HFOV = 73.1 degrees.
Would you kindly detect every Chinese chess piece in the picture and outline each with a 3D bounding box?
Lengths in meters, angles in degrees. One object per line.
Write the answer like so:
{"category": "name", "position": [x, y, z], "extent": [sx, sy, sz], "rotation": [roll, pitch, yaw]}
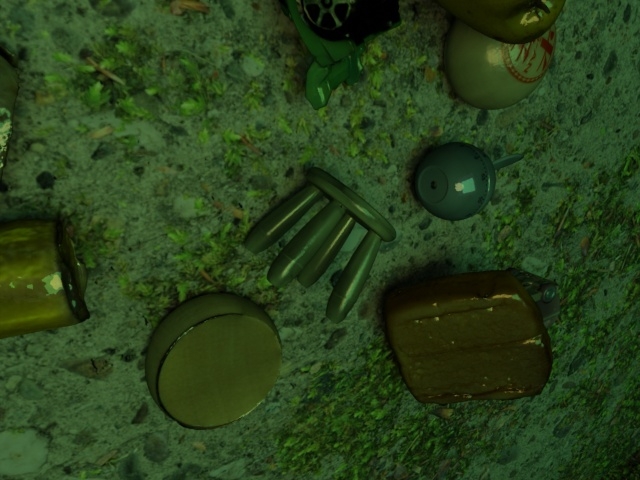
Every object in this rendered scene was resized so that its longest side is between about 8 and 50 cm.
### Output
{"category": "Chinese chess piece", "position": [-0.192, 0.222, 0.799], "extent": [0.249, 0.103, 0.250], "rotation": [-10, 112, -25]}

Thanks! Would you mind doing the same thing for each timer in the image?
{"category": "timer", "position": [0.301, -0.144, 0.911], "extent": [0.255, 0.175, 0.176], "rotation": [-42, 126, -41]}

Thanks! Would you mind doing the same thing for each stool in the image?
{"category": "stool", "position": [0.000, 0.000, 0.767], "extent": [0.199, 0.195, 0.195], "rotation": [-49, 123, 2]}

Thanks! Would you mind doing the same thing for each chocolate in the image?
{"category": "chocolate", "position": [-0.541, 0.078, 0.532], "extent": [0.444, 0.162, 0.162], "rotation": [-11, 113, -22]}

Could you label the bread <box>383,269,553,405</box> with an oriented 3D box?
{"category": "bread", "position": [0.322, 0.206, 0.972], "extent": [0.336, 0.148, 0.328], "rotation": [-17, 114, 22]}

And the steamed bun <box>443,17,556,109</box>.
{"category": "steamed bun", "position": [0.365, -0.373, 0.842], "extent": [0.231, 0.145, 0.232], "rotation": [-10, 113, -24]}

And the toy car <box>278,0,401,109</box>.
{"category": "toy car", "position": [0.004, -0.403, 0.628], "extent": [0.213, 0.176, 0.359], "rotation": [-51, 120, -41]}

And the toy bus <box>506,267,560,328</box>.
{"category": "toy bus", "position": [0.497, 0.168, 1.111], "extent": [0.202, 0.142, 0.143], "rotation": [-13, 113, -24]}

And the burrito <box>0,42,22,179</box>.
{"category": "burrito", "position": [-0.462, -0.203, 0.503], "extent": [0.175, 0.107, 0.348], "rotation": [-38, 118, -10]}

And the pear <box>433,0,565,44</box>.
{"category": "pear", "position": [0.276, -0.480, 0.658], "extent": [0.284, 0.285, 0.336], "rotation": [-39, 85, -10]}
